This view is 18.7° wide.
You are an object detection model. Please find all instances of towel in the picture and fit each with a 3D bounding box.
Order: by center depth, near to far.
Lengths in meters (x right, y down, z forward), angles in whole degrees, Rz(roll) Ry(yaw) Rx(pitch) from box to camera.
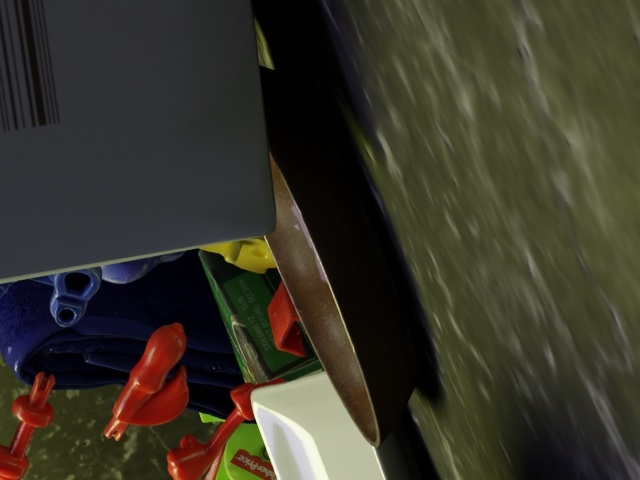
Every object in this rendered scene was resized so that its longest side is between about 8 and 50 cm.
[{"bbox_3d":[-0.150,-0.013,1.339,0.228,0.076,0.308,15,-148,-41],"label":"towel"}]

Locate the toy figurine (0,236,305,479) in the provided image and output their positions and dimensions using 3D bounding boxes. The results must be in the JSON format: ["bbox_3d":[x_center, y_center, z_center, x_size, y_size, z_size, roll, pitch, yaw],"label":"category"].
[{"bbox_3d":[-0.199,-0.008,1.091,0.217,0.362,0.191,-106,35,-61],"label":"toy figurine"}]

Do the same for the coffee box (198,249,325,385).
[{"bbox_3d":[-0.020,0.091,1.187,0.184,0.040,0.113,75,168,-52],"label":"coffee box"}]

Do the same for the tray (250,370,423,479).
[{"bbox_3d":[0.043,0.188,0.913,0.145,0.030,0.270,-23,86,67],"label":"tray"}]

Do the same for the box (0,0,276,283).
[{"bbox_3d":[-0.164,-0.113,0.768,0.345,0.215,0.168,-130,32,-67],"label":"box"}]

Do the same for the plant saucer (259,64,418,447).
[{"bbox_3d":[0.000,0.000,0.776,0.168,0.029,0.168,156,90,-83],"label":"plant saucer"}]

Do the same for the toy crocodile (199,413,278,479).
[{"bbox_3d":[-0.046,0.234,1.344,0.115,0.105,0.340,71,-162,-57],"label":"toy crocodile"}]
